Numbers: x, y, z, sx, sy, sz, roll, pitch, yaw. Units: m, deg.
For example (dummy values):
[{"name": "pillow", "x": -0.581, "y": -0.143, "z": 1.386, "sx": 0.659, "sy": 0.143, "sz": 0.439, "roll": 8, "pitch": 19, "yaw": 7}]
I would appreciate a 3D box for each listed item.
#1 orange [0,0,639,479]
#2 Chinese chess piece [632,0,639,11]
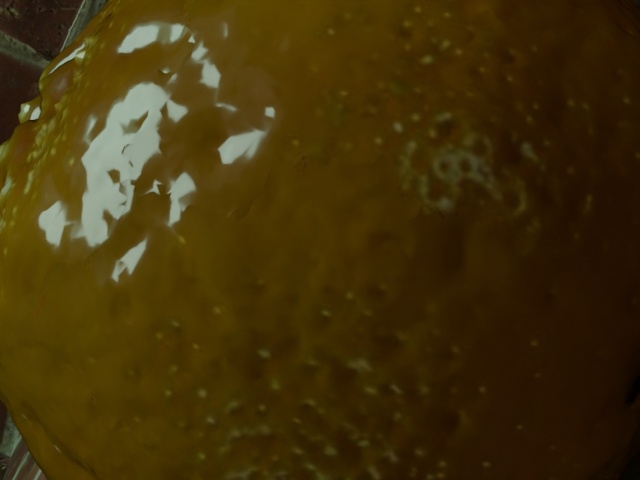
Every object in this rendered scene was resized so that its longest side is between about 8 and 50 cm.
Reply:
[{"name": "orange", "x": 0.000, "y": 0.000, "z": 0.649, "sx": 0.340, "sy": 0.293, "sz": 0.340, "roll": -59, "pitch": 15, "yaw": 26}, {"name": "Chinese chess piece", "x": 0.174, "y": -0.212, "z": 0.807, "sx": 0.273, "sy": 0.102, "sz": 0.273, "roll": -58, "pitch": 15, "yaw": 24}]
